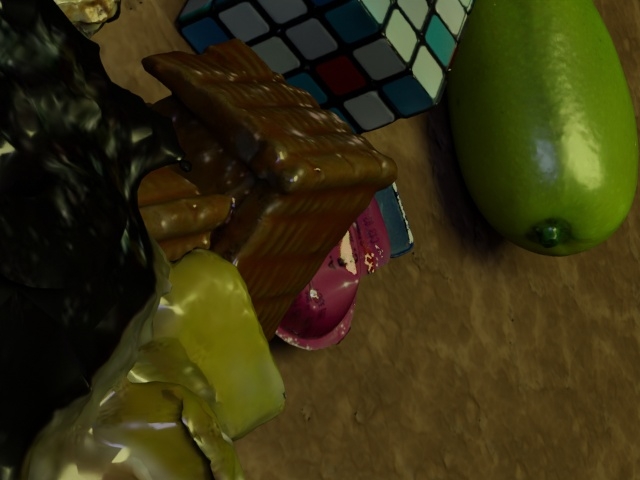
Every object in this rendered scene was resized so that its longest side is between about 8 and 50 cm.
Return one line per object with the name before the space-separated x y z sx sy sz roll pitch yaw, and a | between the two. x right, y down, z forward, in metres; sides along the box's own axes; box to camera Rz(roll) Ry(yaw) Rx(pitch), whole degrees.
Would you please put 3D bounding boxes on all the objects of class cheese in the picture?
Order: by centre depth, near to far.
cheese | 0.000 0.000 1.097 0.244 0.062 0.155 -24 97 -54

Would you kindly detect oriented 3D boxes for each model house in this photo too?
model house | -0.096 -0.024 0.850 0.199 0.229 0.219 14 65 -56

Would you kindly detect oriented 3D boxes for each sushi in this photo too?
sushi | -0.181 0.065 0.626 0.285 0.328 0.328 46 29 -29

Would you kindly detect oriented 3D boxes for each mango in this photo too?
mango | 0.202 -0.150 1.337 0.192 0.156 0.343 13 65 -52

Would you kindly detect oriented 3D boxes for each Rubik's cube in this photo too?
Rubik's cube | 0.010 -0.182 1.105 0.154 0.151 0.155 48 44 -29

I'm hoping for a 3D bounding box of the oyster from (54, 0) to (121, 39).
oyster | -0.188 -0.206 0.897 0.191 0.081 0.163 14 91 -32
